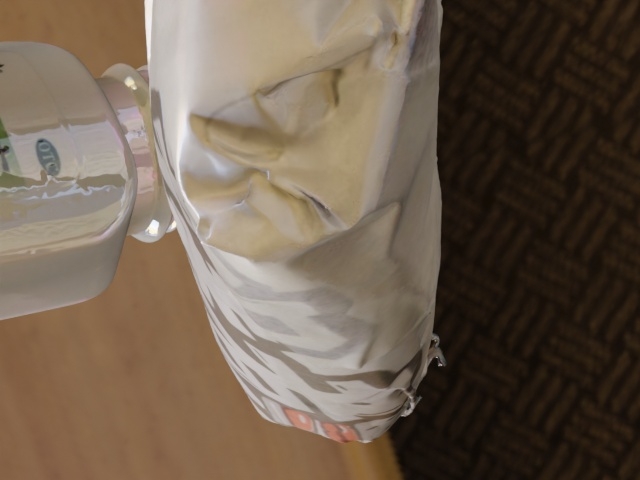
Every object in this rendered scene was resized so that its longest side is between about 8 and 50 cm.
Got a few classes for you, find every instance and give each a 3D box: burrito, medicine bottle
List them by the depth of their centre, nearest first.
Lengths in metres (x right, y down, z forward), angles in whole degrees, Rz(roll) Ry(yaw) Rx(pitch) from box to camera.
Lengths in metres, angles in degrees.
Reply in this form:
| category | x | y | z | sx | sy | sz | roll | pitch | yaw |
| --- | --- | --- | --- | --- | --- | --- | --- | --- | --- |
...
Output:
| category | x | y | z | sx | sy | sz | roll | pitch | yaw |
| --- | --- | --- | --- | --- | --- | --- | --- | --- | --- |
| burrito | 0.000 | 0.000 | 0.736 | 0.101 | 0.445 | 0.139 | -7 | 70 | -1 |
| medicine bottle | -0.226 | -0.035 | 1.181 | 0.179 | 0.324 | 0.124 | 59 | 145 | 33 |
